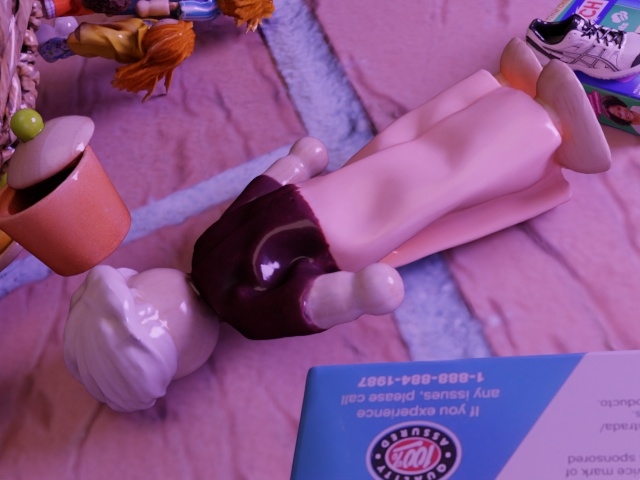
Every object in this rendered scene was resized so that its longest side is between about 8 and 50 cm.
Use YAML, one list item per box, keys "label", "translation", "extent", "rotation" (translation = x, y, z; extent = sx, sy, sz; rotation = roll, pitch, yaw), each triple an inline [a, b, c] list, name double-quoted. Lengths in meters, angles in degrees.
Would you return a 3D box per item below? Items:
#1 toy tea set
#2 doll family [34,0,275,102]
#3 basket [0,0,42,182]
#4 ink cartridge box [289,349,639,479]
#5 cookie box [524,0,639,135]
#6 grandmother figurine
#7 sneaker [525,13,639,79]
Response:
- label: "toy tea set"
  translation: [-0.283, 0.019, 0.653]
  extent: [0.336, 0.124, 0.200]
  rotation: [-39, 30, -6]
- label: "doll family"
  translation: [-0.130, -0.194, 0.862]
  extent: [0.163, 0.118, 0.263]
  rotation: [8, 35, 35]
- label: "basket"
  translation: [-0.374, -0.131, 0.749]
  extent: [0.299, 0.223, 0.213]
  rotation: [5, 91, 41]
- label: "ink cartridge box"
  translation: [0.094, 0.200, 0.333]
  extent: [0.198, 0.197, 0.270]
  rotation: [-5, 48, 17]
- label: "cookie box"
  translation: [0.198, -0.123, 0.696]
  extent: [0.107, 0.040, 0.092]
  rotation: [26, 64, 38]
- label: "grandmother figurine"
  translation: [0.000, 0.000, 0.631]
  extent: [0.342, 0.104, 0.208]
  rotation: [-28, 18, 0]
- label: "sneaker"
  translation: [0.169, -0.124, 0.654]
  extent: [0.083, 0.037, 0.032]
  rotation: [2, 53, 24]
